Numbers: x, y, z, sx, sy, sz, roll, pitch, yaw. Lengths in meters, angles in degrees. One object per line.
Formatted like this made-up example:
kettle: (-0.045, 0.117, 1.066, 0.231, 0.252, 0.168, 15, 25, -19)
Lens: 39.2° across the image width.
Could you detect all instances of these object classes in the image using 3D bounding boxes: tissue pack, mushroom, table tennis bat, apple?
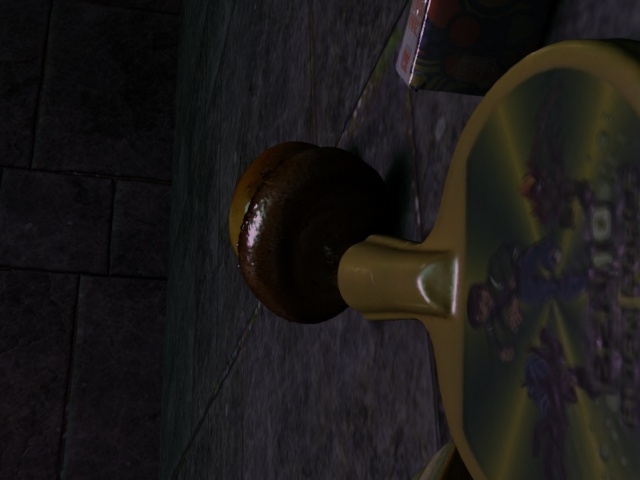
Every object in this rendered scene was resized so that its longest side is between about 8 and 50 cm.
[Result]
tissue pack: (0.074, -0.111, 0.421, 0.035, 0.063, 0.083, -110, 29, -55)
mushroom: (-0.002, -0.002, 0.622, 0.085, 0.109, 0.126, -119, 52, -75)
table tennis bat: (0.079, 0.021, 0.412, 0.321, 0.050, 0.198, 179, 94, -72)
apple: (-0.025, -0.021, 0.730, 0.102, 0.099, 0.114, 115, 153, -61)

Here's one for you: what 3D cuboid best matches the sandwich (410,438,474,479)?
sandwich: (0.022, 0.175, 0.431, 0.079, 0.114, 0.163, 116, 156, -57)
